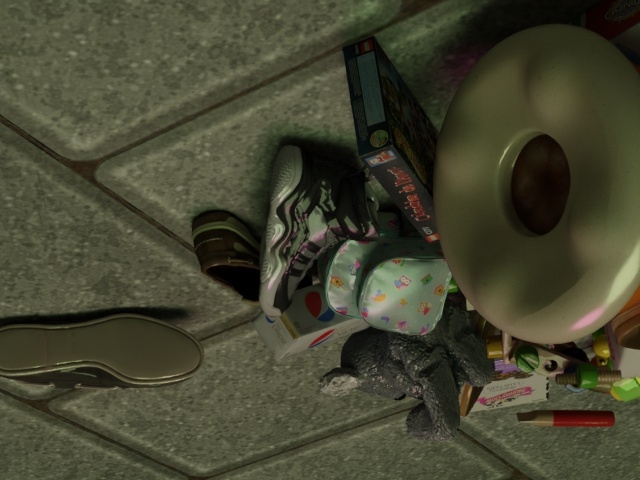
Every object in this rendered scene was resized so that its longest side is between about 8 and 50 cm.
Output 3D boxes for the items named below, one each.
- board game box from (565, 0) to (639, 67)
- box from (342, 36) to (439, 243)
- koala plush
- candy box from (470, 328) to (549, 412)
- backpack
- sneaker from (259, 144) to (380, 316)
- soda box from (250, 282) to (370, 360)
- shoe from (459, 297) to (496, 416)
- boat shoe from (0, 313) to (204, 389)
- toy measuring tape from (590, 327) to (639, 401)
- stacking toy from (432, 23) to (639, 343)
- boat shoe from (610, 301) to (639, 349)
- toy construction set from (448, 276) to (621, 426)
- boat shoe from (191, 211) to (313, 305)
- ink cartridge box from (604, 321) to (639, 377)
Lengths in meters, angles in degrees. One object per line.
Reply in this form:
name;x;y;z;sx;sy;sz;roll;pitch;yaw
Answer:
board game box;0.407;-0.203;1.639;0.316;0.064;0.242;-30;135;31
box;0.100;-0.117;1.647;0.044;0.159;0.233;-19;148;17
koala plush;0.118;0.182;2.099;0.221;0.196;0.203;-5;121;41
candy box;0.308;0.220;2.336;0.165;0.070;0.196;-11;148;4
backpack;0.092;0.043;1.915;0.188;0.144;0.166;9;121;-8
sneaker;0.000;0.000;1.805;0.153;0.101;0.268;6;127;-5
soda box;0.004;0.107;1.988;0.216;0.074;0.069;-16;156;-48
shoe;0.243;0.186;2.198;0.058;0.076;0.219;23;120;25
boat shoe;-0.348;0.174;2.088;0.335;0.112;0.095;2;166;-6
toy measuring tape;0.564;0.245;2.397;0.121;0.121;0.330;-24;145;25
stacking toy;0.403;-0.061;1.593;0.480;0.350;0.350;0;150;-34
boat shoe;0.453;0.092;1.746;0.109;0.098;0.302;-35;151;28
toy construction set;0.296;0.132;1.995;0.237;0.309;0.257;0;140;-4
boat shoe;-0.097;0.054;1.944;0.095;0.095;0.257;-26;145;27
ink cartridge box;0.480;0.049;1.961;0.117;0.207;0.283;-6;148;0
